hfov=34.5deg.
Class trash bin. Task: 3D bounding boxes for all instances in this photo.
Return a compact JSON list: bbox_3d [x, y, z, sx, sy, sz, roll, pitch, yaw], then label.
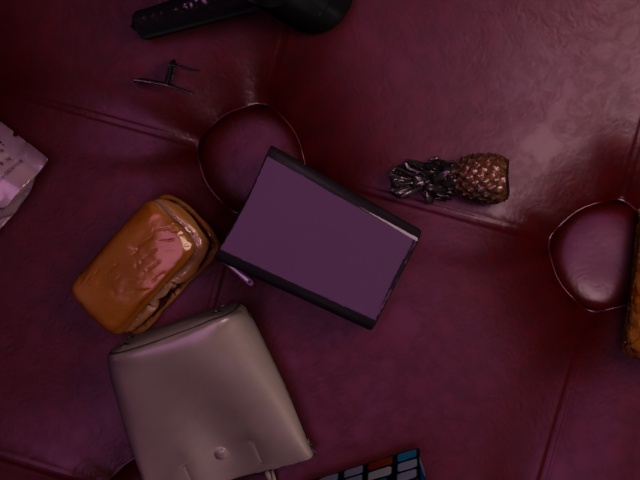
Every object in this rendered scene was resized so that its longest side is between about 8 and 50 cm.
[{"bbox_3d":[0.000,0.000,1.369,0.225,0.115,0.165,27,92,0],"label":"trash bin"}]

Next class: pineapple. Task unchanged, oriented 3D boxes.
[{"bbox_3d":[0.171,-0.083,1.374,0.159,0.074,0.074,0,91,13],"label":"pineapple"}]

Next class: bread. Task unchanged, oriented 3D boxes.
[{"bbox_3d":[-0.238,0.036,1.399,0.116,0.077,0.200,45,100,7],"label":"bread"},{"bbox_3d":[0.459,0.056,1.343,0.113,0.083,0.211,5,90,9],"label":"bread"}]

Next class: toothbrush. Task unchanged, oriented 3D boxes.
[{"bbox_3d":[-0.143,0.019,1.426,0.131,0.013,0.011,39,97,1],"label":"toothbrush"}]

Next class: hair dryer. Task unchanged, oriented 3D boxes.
[{"bbox_3d":[-0.133,-0.318,1.320,0.302,0.244,0.116,-14,84,20],"label":"hair dryer"}]

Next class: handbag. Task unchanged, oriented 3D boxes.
[{"bbox_3d":[-0.145,0.256,1.386,0.241,0.109,0.316,-19,93,5],"label":"handbag"}]

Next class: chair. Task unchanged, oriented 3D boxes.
[{"bbox_3d":[-0.212,-0.229,1.416,0.086,0.037,0.042,11,104,0],"label":"chair"}]

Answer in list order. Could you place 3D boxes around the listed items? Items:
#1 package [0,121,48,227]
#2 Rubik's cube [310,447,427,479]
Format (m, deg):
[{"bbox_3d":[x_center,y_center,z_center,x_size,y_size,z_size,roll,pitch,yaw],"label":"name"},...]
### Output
[{"bbox_3d":[-0.529,-0.079,1.435,0.204,0.062,0.251,40,98,4],"label":"package"},{"bbox_3d":[0.069,0.401,1.318,0.187,0.184,0.182,-18,99,7],"label":"Rubik's cube"}]
